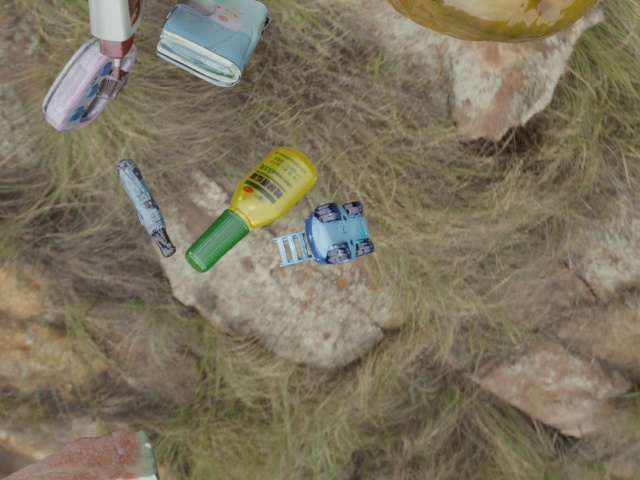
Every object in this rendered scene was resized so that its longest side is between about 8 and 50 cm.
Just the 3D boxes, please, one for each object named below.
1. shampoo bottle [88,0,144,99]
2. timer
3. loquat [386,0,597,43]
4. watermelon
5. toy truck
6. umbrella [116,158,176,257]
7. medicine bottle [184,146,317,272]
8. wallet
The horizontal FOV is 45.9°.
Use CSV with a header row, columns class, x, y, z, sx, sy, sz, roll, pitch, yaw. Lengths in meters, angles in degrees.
class,x,y,z,sx,sy,sz,roll,pitch,yaw
shampoo bottle,-0.306,-0.360,1.135,0.071,0.153,0.284,10,123,2
timer,-0.449,-0.308,1.471,0.069,0.191,0.208,38,105,-4
loquat,0.127,-0.246,0.565,0.234,0.176,0.187,6,113,-22
watermelon,-0.373,0.463,1.215,0.250,0.292,0.283,40,111,24
toy truck,0.000,0.000,0.722,0.090,0.073,0.056,-21,82,41
umbrella,-0.399,-0.074,1.733,0.052,0.053,0.250,-27,83,-12
medicine bottle,-0.115,-0.049,1.223,0.095,0.260,0.064,37,157,15
wallet,-0.204,-0.411,1.466,0.176,0.250,0.075,23,133,-8
